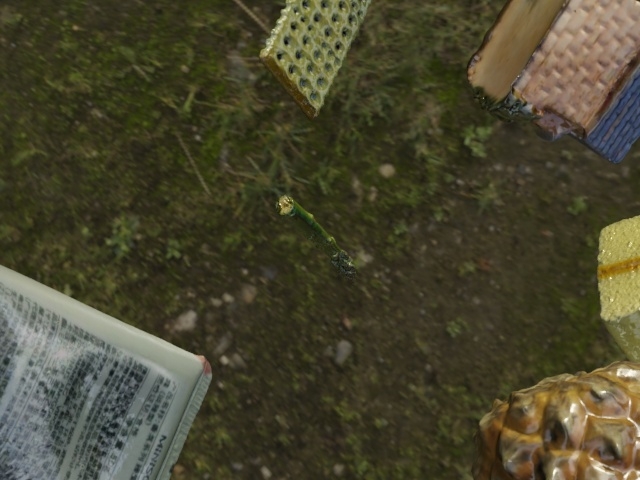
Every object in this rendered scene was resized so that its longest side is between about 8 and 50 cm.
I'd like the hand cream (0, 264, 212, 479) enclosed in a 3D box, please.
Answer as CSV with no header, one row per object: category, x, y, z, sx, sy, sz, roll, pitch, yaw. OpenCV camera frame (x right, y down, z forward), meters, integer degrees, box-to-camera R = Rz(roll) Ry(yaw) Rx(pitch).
hand cream,-0.161,0.059,0.504,0.340,0.077,0.124,43,64,-54

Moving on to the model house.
model house,0.263,-0.169,1.120,0.172,0.183,0.166,28,100,-13

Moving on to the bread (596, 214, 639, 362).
bread,0.511,0.071,1.782,0.141,0.266,0.178,8,123,10

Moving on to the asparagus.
asparagus,0.000,0.000,0.673,0.114,0.014,0.015,43,61,-59

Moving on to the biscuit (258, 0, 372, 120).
biscuit,0.008,-0.279,1.373,0.139,0.016,0.231,45,63,-48

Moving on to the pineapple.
pineapple,0.184,0.175,0.694,0.166,0.166,0.193,-12,79,-23
